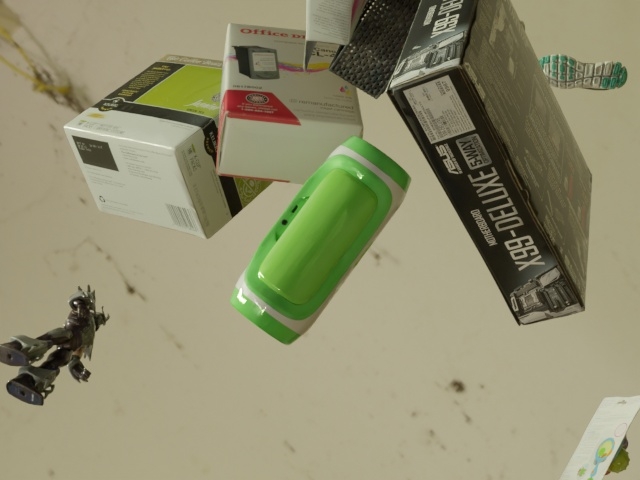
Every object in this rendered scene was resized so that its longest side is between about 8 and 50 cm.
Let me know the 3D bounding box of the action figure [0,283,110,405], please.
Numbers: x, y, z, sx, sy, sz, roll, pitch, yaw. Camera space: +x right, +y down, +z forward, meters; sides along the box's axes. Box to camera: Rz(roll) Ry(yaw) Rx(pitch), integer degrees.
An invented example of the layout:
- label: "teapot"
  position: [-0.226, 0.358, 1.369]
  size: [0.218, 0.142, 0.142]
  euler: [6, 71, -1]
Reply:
- label: "action figure"
  position: [-0.473, 0.194, 1.782]
  size: [0.285, 0.099, 0.185]
  euler: [-42, -47, -62]

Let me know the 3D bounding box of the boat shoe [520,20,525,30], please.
- label: "boat shoe"
  position: [0.220, -0.247, 1.509]
  size: [0.302, 0.091, 0.114]
  euler: [114, 166, -54]

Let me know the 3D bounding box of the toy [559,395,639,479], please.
- label: "toy"
  position: [0.465, 0.368, 1.589]
  size: [0.237, 0.056, 0.137]
  euler: [-52, 5, -18]

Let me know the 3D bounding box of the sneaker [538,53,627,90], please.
- label: "sneaker"
  position: [0.479, -0.303, 1.780]
  size: [0.076, 0.166, 0.065]
  euler: [2, -80, -77]

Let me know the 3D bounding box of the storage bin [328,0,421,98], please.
- label: "storage bin"
  position: [0.097, -0.299, 1.325]
  size: [0.180, 0.084, 0.122]
  euler: [-51, 13, 48]

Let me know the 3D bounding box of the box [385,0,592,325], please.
- label: "box"
  position: [0.191, -0.106, 0.996]
  size: [0.307, 0.076, 0.242]
  euler: [56, -147, -28]

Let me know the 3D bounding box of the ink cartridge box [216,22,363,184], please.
- label: "ink cartridge box"
  position: [-0.057, -0.232, 1.613]
  size: [0.226, 0.306, 0.131]
  euler: [4, -50, -8]

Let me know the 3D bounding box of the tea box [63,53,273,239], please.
- label: "tea box"
  position: [-0.272, -0.203, 1.956]
  size: [0.323, 0.329, 0.220]
  euler: [-45, -46, -34]

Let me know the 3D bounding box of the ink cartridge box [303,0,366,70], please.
- label: "ink cartridge box"
  position: [0.065, -0.413, 1.171]
  size: [0.330, 0.071, 0.324]
  euler: [92, -162, -67]

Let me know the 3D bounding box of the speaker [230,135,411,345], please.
- label: "speaker"
  position: [0.000, 0.000, 1.372]
  size: [0.296, 0.131, 0.131]
  euler: [-53, -27, -2]
